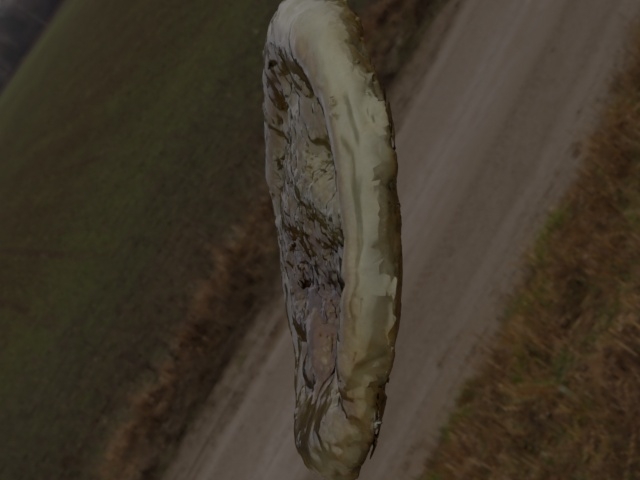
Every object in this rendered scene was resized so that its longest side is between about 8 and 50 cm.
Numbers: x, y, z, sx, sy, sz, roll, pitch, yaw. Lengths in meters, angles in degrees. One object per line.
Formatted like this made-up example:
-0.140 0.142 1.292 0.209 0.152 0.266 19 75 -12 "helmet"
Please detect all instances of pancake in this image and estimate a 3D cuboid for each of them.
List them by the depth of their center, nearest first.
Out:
0.002 0.000 0.737 0.356 0.065 0.356 174 90 -78 "pancake"
